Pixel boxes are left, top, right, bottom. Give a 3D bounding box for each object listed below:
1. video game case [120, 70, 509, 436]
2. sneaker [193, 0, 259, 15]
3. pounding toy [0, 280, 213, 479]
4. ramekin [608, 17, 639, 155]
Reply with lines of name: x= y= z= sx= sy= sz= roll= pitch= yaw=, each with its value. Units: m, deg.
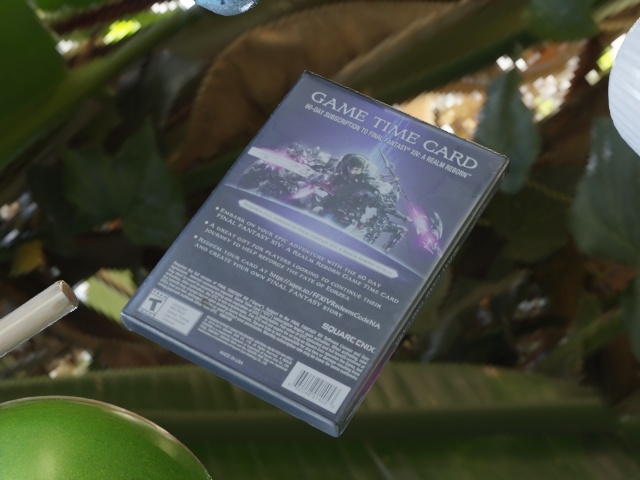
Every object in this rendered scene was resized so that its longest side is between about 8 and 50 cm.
video game case: x=0.000 y=0.000 z=1.126 sx=0.196 sy=0.274 sz=0.026 roll=26 pitch=152 yaw=19
sneaker: x=-0.113 y=-0.115 z=0.354 sx=0.262 sy=0.125 sz=0.104 roll=33 pitch=-179 yaw=-44
pounding toy: x=-0.155 y=0.166 z=0.754 sx=0.237 sy=0.183 sz=0.110 roll=60 pitch=-164 yaw=-22
ramekin: x=0.382 y=-0.154 z=1.404 sx=0.207 sy=0.207 sz=0.109 roll=36 pitch=-173 yaw=-43
